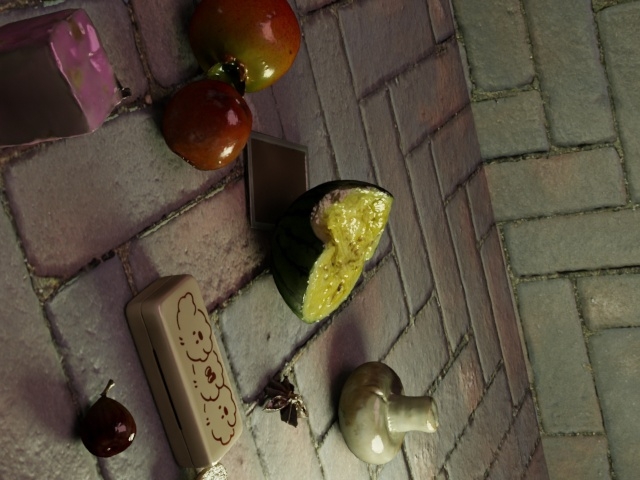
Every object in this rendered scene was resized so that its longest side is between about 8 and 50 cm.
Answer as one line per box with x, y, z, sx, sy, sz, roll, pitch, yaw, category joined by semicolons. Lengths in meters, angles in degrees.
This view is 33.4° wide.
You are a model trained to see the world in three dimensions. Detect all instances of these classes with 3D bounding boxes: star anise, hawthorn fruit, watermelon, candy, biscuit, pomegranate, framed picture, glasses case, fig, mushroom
-0.083;0.341;2.244;0.129;0.056;0.124;-13;71;-58;star anise
-0.208;-0.220;1.987;0.173;0.172;0.173;21;66;-60;hawthorn fruit
0.000;0.000;2.308;0.331;0.189;0.331;-43;159;-21;watermelon
-0.416;-0.222;1.490;0.116;0.265;0.156;-59;135;-44;candy
-0.212;0.477;1.960;0.152;0.020;0.152;-47;145;-50;biscuit
-0.150;-0.387;2.101;0.221;0.220;0.257;52;44;-45;pomegranate
-0.092;-0.122;2.361;0.274;0.017;0.217;11;75;-62;framed picture
-0.242;0.237;1.931;0.144;0.076;0.337;-45;124;-56;glasses case
-0.349;0.286;1.733;0.089;0.088;0.125;47;17;-49;fig
0.164;0.404;2.521;0.243;0.243;0.244;21;66;-60;mushroom
